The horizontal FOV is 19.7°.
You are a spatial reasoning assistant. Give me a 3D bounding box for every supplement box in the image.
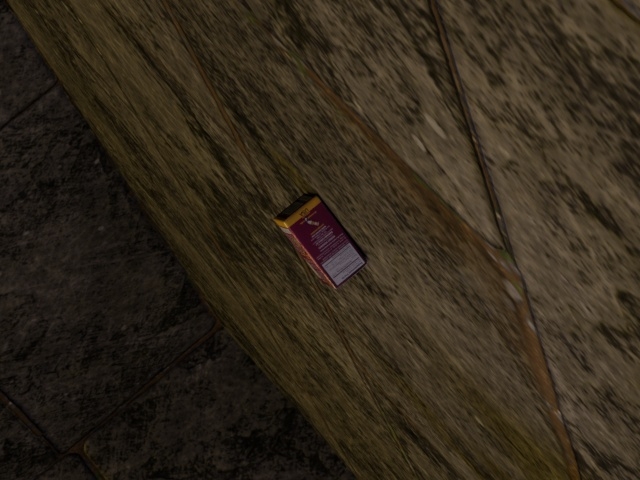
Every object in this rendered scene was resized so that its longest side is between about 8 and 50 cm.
[{"bbox_3d":[0.000,0.000,1.755,0.083,0.043,0.055,53,172,-11],"label":"supplement box"}]
